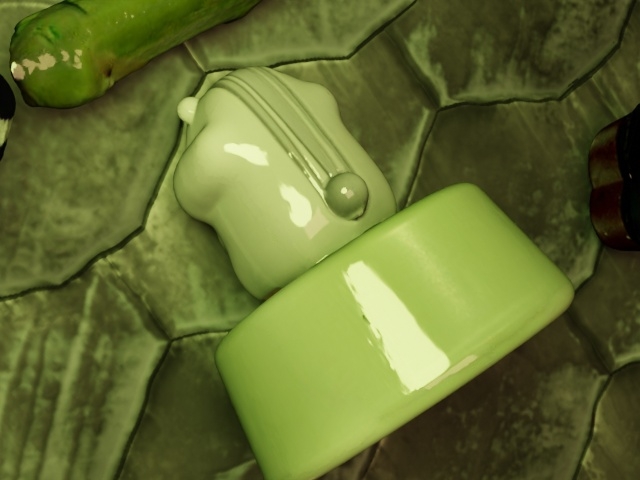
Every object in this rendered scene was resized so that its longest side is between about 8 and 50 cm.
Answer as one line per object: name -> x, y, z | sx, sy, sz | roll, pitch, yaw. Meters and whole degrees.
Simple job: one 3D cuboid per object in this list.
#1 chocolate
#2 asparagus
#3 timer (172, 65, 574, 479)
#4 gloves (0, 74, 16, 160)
chocolate -> 0.319, -0.062, 1.165 | 0.125, 0.080, 0.148 | -4, 88, -36
asparagus -> -0.110, -0.203, 0.960 | 0.343, 0.085, 0.082 | -34, 94, -25
timer -> 0.000, 0.000, 0.952 | 0.291, 0.291, 0.315 | -32, 82, -20
gloves -> -0.322, -0.040, 0.862 | 0.140, 0.131, 0.218 | 31, 111, -25
